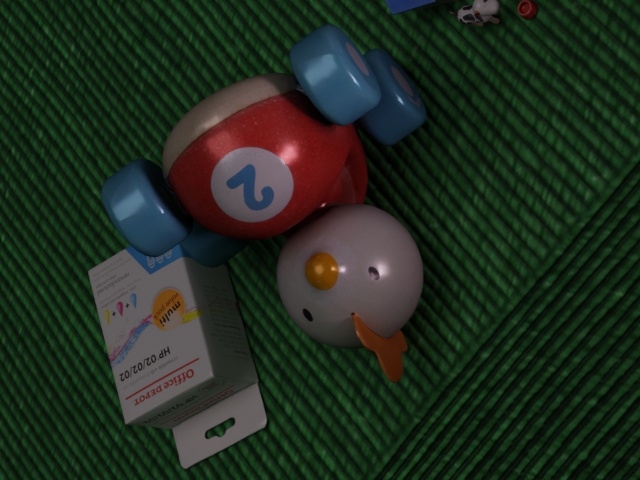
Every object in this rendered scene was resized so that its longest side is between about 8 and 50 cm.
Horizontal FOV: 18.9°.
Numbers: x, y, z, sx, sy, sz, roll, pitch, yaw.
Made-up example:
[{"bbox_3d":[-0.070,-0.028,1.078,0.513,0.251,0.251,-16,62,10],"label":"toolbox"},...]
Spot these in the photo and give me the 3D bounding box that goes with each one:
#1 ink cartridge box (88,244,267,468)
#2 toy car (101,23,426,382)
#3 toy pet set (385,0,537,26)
[{"bbox_3d":[-0.120,0.088,1.608,0.104,0.061,0.181,-30,65,30],"label":"ink cartridge box"},{"bbox_3d":[0.000,0.000,1.461,0.219,0.210,0.238,-35,74,15],"label":"toy car"},{"bbox_3d":[0.102,-0.226,1.496,0.114,0.065,0.122,-12,74,35],"label":"toy pet set"}]
